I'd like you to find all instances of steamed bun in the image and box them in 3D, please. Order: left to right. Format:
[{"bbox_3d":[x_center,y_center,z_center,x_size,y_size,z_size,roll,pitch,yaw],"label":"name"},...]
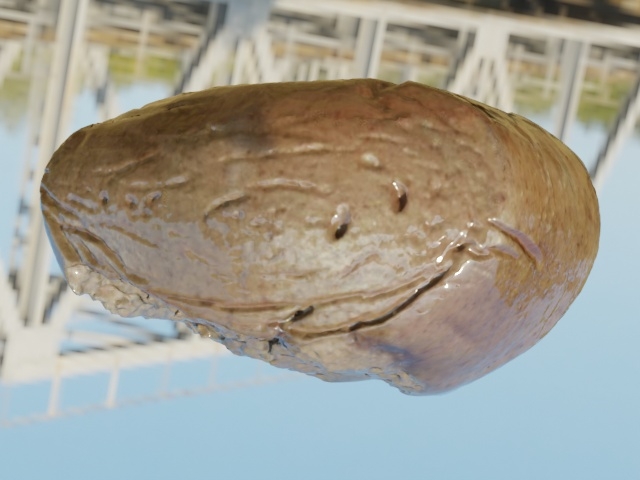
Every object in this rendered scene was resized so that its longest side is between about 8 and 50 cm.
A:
[{"bbox_3d":[0.000,0.000,0.658,0.175,0.106,0.145,1,177,23],"label":"steamed bun"}]
